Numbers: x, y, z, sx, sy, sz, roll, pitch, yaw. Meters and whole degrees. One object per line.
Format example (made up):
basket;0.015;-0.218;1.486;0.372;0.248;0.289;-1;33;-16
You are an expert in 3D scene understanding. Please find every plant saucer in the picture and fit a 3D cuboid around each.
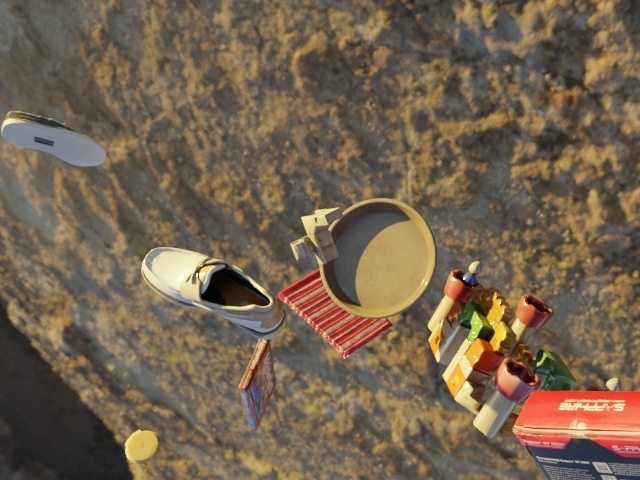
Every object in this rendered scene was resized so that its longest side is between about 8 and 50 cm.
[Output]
plant saucer;0.132;0.042;1.772;0.278;0.278;0.041;22;177;24

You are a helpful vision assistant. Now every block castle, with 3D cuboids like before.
block castle;0.444;0.246;1.744;0.303;0.453;0.213;19;113;-17

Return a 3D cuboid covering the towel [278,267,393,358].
towel;0.039;0.190;2.131;0.275;0.199;0.031;41;138;24

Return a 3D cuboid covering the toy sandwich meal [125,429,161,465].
toy sandwich meal;-0.382;0.448;1.680;0.085;0.085;0.029;22;145;24

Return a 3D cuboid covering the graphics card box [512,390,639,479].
graphics card box;0.477;0.375;1.151;0.233;0.094;0.371;-13;120;48

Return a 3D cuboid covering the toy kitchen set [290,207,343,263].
toy kitchen set;0.000;0.000;1.245;0.075;0.068;0.083;-4;110;59

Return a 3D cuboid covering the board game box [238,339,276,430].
board game box;-0.157;0.370;1.989;0.027;0.145;0.281;15;149;10

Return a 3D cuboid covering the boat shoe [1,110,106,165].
boat shoe;-0.568;-0.227;1.681;0.219;0.070;0.078;18;129;-24

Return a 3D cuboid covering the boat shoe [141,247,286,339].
boat shoe;-0.201;0.077;1.445;0.302;0.113;0.103;21;153;14
